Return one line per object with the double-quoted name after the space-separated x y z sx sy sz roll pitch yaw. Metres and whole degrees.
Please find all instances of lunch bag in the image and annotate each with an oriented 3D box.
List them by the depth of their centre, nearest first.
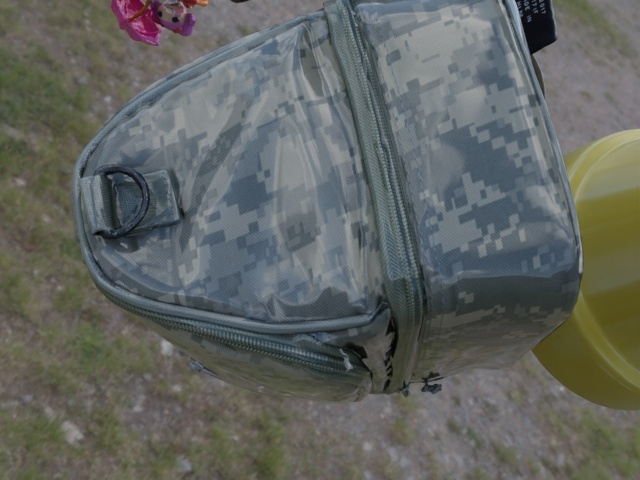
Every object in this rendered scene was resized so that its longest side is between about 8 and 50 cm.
0.000 0.000 0.544 0.305 0.256 0.212 81 0 -74 "lunch bag"

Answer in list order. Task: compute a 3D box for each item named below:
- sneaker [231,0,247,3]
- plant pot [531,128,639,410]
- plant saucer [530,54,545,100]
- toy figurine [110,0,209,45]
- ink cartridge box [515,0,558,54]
-0.038 -0.308 0.890 0.178 0.077 0.072 -31 94 -31 "sneaker"
0.323 0.008 0.697 0.254 0.239 0.254 6 74 -20 "plant pot"
0.181 -0.191 1.193 0.278 0.278 0.041 33 23 -19 "plant saucer"
-0.185 -0.308 1.002 0.173 0.159 0.130 20 37 -1 "toy figurine"
0.054 -0.281 0.596 0.332 0.065 0.165 63 6 34 "ink cartridge box"
